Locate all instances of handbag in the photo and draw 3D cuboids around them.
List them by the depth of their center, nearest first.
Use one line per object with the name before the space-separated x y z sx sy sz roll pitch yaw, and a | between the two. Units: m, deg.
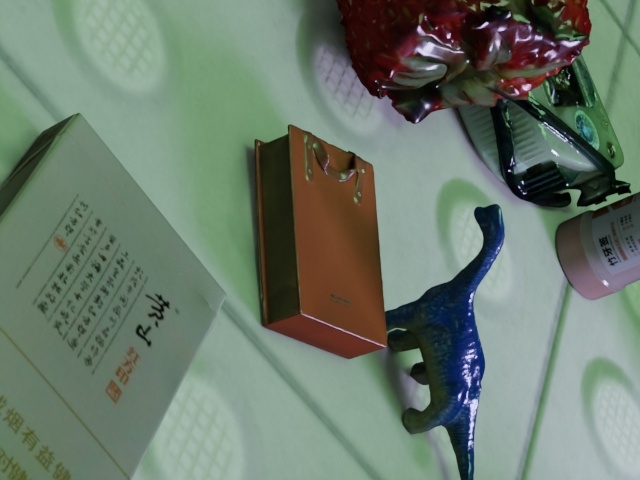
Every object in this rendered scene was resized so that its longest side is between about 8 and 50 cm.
handbag | 0.000 0.000 1.748 0.127 0.062 0.190 24 54 -46

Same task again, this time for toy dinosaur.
toy dinosaur | 0.140 0.103 1.765 0.075 0.188 0.248 -25 92 -50

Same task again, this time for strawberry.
strawberry | 0.135 -0.253 1.948 0.261 0.261 0.258 15 63 -50

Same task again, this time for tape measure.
tape measure | 0.245 -0.138 2.138 0.207 0.115 0.235 -19 85 -60

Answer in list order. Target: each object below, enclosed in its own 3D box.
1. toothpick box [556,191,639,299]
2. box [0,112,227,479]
toothpick box | 0.352 -0.002 2.167 0.098 0.149 0.098 33 45 -40
box | -0.197 0.082 1.418 0.204 0.051 0.365 52 35 -20
